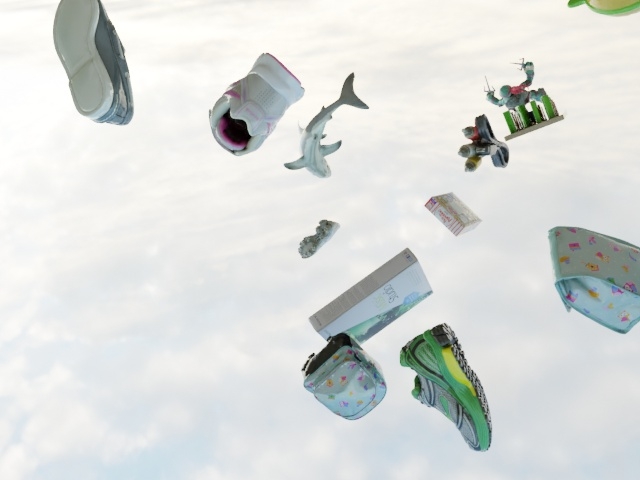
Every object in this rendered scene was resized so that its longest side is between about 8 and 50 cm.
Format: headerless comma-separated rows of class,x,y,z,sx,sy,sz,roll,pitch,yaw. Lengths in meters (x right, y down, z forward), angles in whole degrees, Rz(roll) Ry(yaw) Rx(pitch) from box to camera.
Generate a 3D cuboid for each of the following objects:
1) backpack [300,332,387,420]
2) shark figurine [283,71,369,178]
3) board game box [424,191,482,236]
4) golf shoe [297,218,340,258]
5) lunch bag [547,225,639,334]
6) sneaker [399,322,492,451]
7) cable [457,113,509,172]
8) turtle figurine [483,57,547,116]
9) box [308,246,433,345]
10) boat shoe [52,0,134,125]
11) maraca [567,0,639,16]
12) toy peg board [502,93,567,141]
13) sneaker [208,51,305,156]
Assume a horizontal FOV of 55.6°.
backpack,0.068,0.343,1.473,0.166,0.188,0.144,-45,-156,7
shark figurine,-0.012,-0.270,1.453,0.166,0.278,0.116,-6,-130,-31
board game box,0.439,-0.090,1.994,0.147,0.045,0.193,47,-151,17
golf shoe,0.000,0.000,1.968,0.086,0.176,0.069,-5,-121,-48
lunch bag,0.713,0.087,1.586,0.262,0.160,0.223,23,-137,-4
sneaker,0.298,0.353,1.417,0.146,0.343,0.134,-25,-165,18
cable,0.416,-0.245,1.543,0.072,0.139,0.287,1,-173,29
turtle figurine,0.586,-0.445,1.837,0.175,0.118,0.234,-23,156,39
box,0.144,0.175,1.643,0.322,0.232,0.058,-35,-124,2
boat shoe,-0.433,-0.359,1.176,0.116,0.099,0.319,-27,-112,21
maraca,0.520,-0.453,1.070,0.127,0.099,0.186,-55,-143,-1
toy peg board,0.593,-0.351,1.698,0.161,0.079,0.161,-19,-173,29
sneaker,-0.122,-0.179,0.900,0.111,0.103,0.252,-52,-171,-21
